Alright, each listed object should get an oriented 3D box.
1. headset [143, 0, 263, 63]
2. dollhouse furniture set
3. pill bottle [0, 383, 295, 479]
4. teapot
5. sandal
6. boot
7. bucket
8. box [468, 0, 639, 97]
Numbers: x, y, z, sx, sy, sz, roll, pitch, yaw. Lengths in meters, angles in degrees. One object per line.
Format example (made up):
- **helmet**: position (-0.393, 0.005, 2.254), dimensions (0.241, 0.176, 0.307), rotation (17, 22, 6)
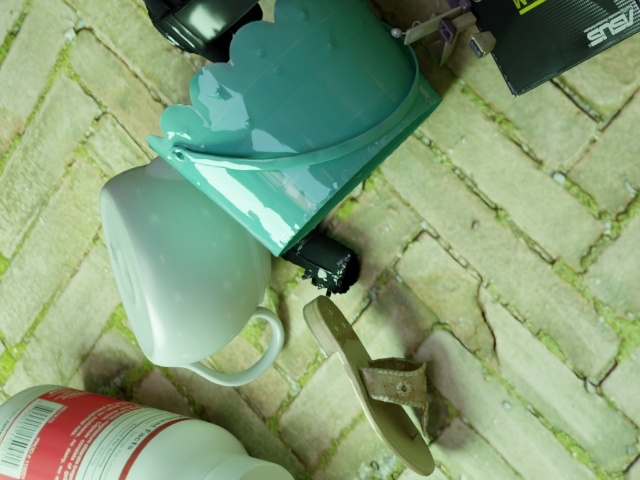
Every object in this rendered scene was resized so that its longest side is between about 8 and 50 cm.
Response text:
- **headset**: position (-0.114, -0.311, 1.964), dimensions (0.185, 0.243, 0.394), rotation (41, 163, -14)
- **dollhouse furniture set**: position (0.113, -0.189, 1.898), dimensions (0.091, 0.081, 0.114), rotation (57, 163, 18)
- **pill bottle**: position (-0.230, 0.323, 2.365), dimensions (0.408, 0.229, 0.229), rotation (10, 115, 39)
- **teapot**: position (-0.137, 0.020, 2.186), dimensions (0.256, 0.187, 0.252), rotation (107, 144, -65)
- **sandal**: position (0.079, 0.151, 2.116), dimensions (0.079, 0.088, 0.240), rotation (-36, 90, 22)
- **boot**: position (0.000, 0.000, 2.141), dimensions (0.099, 0.045, 0.121), rotation (33, 135, 29)
- **bucket**: position (-0.020, -0.129, 1.944), dimensions (0.183, 0.281, 0.281), rotation (46, 133, 2)
- **box**: position (0.221, -0.257, 1.827), dimensions (0.191, 0.045, 0.184), rotation (-26, 89, 46)
